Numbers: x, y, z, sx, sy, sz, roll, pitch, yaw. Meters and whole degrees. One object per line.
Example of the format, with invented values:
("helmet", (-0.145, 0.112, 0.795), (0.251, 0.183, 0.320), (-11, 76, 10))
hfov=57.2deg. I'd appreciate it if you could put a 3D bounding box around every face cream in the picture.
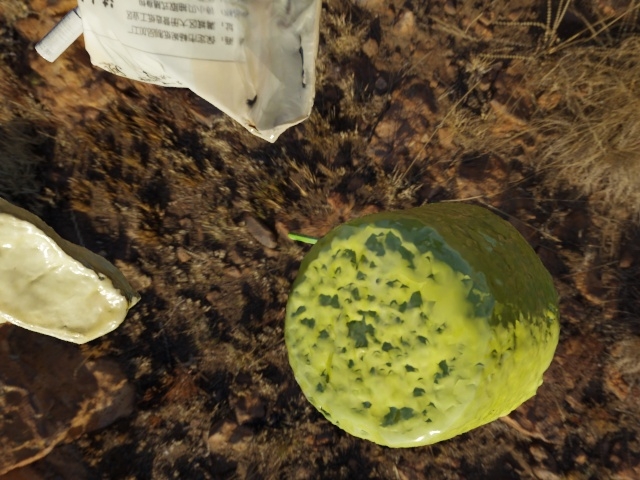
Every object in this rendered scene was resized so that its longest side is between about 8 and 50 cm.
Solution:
("face cream", (-0.385, -0.334, 0.911), (0.130, 0.034, 0.034), (-40, 90, 10))

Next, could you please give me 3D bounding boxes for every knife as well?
("knife", (0.000, 0.001, 1.116), (0.054, 0.212, 0.015), (20, 85, -40))

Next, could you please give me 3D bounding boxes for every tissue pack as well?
("tissue pack", (-0.160, -0.353, 0.728), (0.376, 0.195, 0.390), (24, 121, 30))

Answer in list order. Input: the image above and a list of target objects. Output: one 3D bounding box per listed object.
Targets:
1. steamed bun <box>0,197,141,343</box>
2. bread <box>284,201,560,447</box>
("steamed bun", (-0.574, 0.063, 1.098), (0.247, 0.189, 0.428), (-53, 133, -6))
("bread", (0.136, 0.106, 0.835), (0.348, 0.308, 0.348), (-3, 84, 36))
